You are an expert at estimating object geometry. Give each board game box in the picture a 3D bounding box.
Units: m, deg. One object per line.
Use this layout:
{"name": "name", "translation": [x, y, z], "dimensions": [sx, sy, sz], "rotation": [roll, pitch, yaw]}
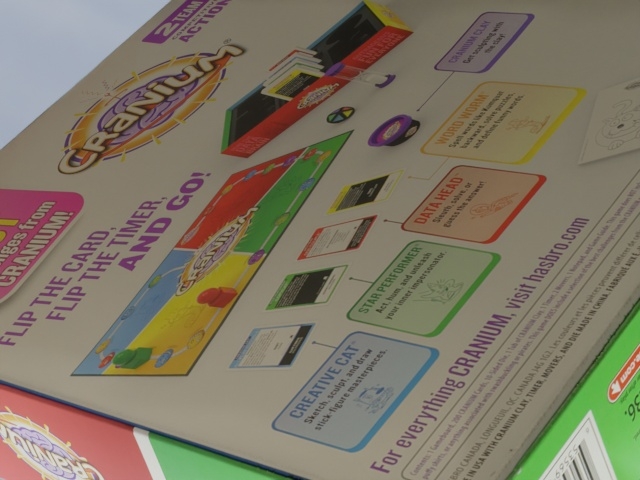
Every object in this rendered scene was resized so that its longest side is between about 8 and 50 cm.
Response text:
{"name": "board game box", "translation": [0.000, 0.000, 0.570], "dimensions": [0.317, 0.064, 0.242], "rotation": [11, -133, 42]}
